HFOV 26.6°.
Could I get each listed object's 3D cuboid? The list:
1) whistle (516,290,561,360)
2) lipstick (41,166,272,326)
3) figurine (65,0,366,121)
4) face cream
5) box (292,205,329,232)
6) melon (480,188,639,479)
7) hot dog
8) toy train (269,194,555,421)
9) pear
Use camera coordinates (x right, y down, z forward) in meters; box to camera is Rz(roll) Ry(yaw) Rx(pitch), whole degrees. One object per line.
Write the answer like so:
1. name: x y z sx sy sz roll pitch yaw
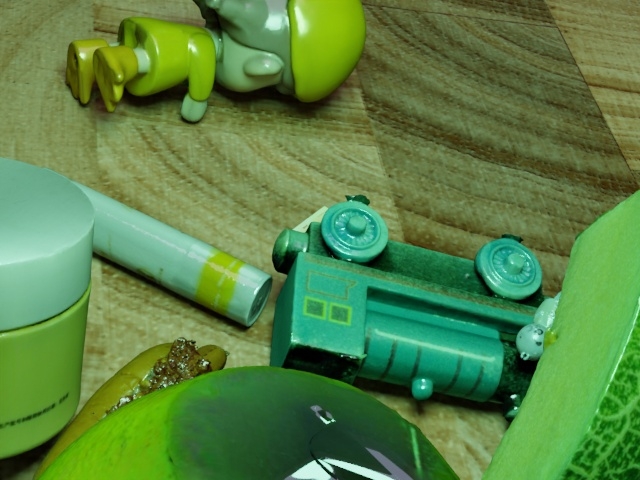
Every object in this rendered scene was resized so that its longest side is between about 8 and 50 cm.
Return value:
1. whistle: 0.213 0.078 1.268 0.035 0.035 0.100 31 54 18
2. lipstick: -0.175 0.005 1.342 0.264 0.059 0.059 24 39 12
3. figurine: -0.110 -0.229 1.565 0.343 0.187 0.215 -18 37 -27
4. face cream: -0.299 0.052 1.107 0.218 0.179 0.218 7 25 -3
5. box: 0.000 0.000 1.442 0.058 0.015 0.093 31 40 20
6. melon: 0.266 0.156 1.177 0.226 0.331 0.344 5 54 20
7. hot dog: -0.155 0.156 1.151 0.102 0.076 0.249 25 40 18
8. toy train: 0.094 0.079 1.305 0.298 0.120 0.194 13 50 -11
9. pear: -0.010 0.227 0.969 0.398 0.165 0.399 22 33 -15
